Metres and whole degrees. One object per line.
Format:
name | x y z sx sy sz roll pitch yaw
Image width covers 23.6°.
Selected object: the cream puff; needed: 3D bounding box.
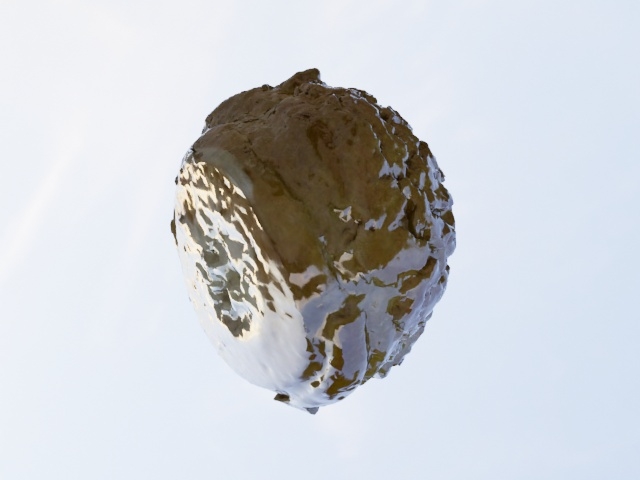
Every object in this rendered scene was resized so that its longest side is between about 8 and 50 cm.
cream puff | 0.001 -0.003 0.635 0.103 0.144 0.126 -27 -121 -25
